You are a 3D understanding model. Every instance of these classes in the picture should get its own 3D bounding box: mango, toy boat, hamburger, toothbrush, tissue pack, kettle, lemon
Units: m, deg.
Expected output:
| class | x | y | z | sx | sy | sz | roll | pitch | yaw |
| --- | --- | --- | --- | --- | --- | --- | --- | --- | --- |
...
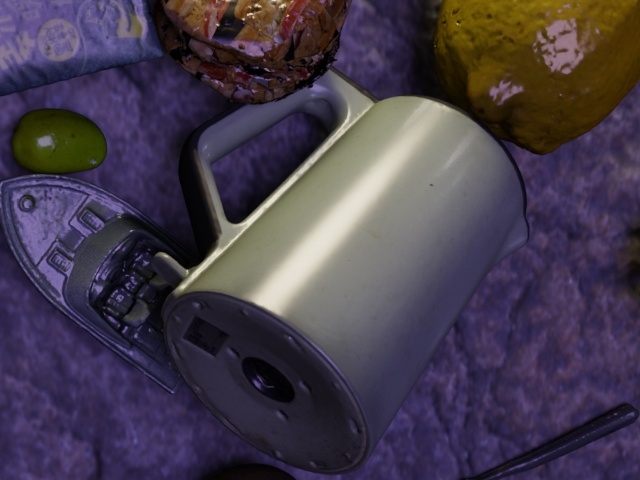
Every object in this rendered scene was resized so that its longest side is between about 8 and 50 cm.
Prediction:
| class | x | y | z | sx | sy | sz | roll | pitch | yaw |
| --- | --- | --- | --- | --- | --- | --- | --- | --- | --- |
| mango | -0.278 | -0.104 | 1.480 | 0.108 | 0.056 | 0.073 | 11 | 96 | -36 |
| toy boat | -0.224 | 0.035 | 1.497 | 0.319 | 0.092 | 0.141 | 40 | 75 | -22 |
| hamburger | -0.071 | -0.265 | 1.491 | 0.231 | 0.107 | 0.231 | 2 | 68 | -5 |
| toothbrush | 0.294 | 0.278 | 1.782 | 0.297 | 0.030 | 0.030 | -21 | 130 | -21 |
| tissue pack | -0.310 | -0.251 | 1.433 | 0.257 | 0.081 | 0.185 | -17 | 102 | -20 |
| kettle | 0.000 | 0.000 | 1.486 | 0.361 | 0.250 | 0.377 | 37 | 56 | 7 |
| lemon | 0.254 | -0.238 | 1.579 | 0.245 | 0.245 | 0.320 | 52 | 55 | -20 |

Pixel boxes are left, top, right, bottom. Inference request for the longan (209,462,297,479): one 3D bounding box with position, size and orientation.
| class | x | y | z | sx | sy | sz | roll | pitch | yaw |
| --- | --- | --- | --- | --- | --- | --- | --- | --- | --- |
| longan | -0.084 | 0.347 | 1.564 | 0.167 | 0.167 | 0.187 | 28 | 106 | -23 |
